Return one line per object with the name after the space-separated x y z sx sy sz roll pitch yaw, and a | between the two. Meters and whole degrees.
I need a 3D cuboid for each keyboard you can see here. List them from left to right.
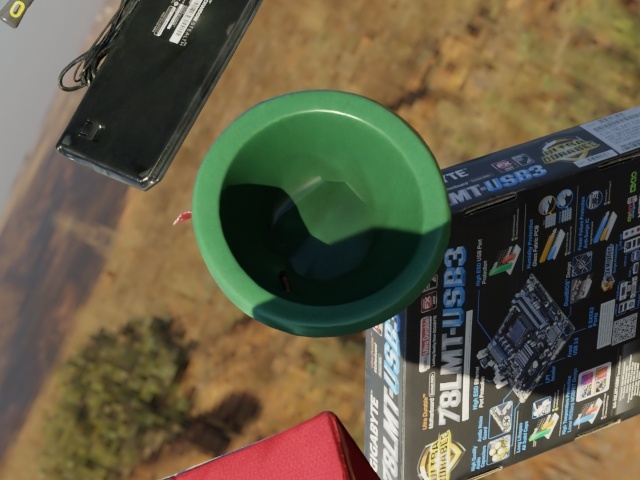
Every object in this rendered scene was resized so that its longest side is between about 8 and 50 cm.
-0.072 -0.118 0.946 0.192 0.100 0.038 -60 -35 -9 | keyboard

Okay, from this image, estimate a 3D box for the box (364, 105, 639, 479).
0.177 0.057 1.493 0.073 0.293 0.295 44 144 48 | box

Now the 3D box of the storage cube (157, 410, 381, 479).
-0.026 0.237 0.891 0.183 0.215 0.193 -22 51 8 | storage cube

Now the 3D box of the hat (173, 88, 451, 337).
0.000 0.000 1.258 0.173 0.208 0.183 -27 -21 -6 | hat

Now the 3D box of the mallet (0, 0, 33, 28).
-0.200 -0.255 1.365 0.189 0.062 0.039 -49 26 -2 | mallet
